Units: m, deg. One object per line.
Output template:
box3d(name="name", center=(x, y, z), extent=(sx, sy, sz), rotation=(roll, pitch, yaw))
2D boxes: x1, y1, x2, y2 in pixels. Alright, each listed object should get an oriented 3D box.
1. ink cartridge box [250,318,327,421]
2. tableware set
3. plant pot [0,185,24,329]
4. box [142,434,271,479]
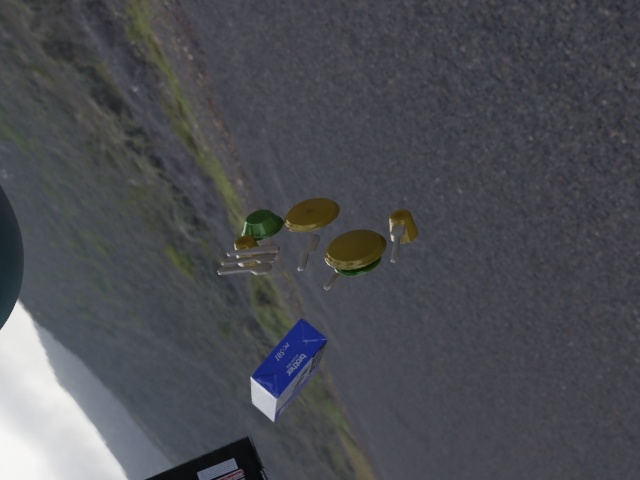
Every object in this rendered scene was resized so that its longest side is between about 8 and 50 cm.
box3d(name="ink cartridge box", center=(-0.044, 0.176, 1.057), extent=(0.046, 0.097, 0.207), rotation=(39, 162, 9))
box3d(name="tableware set", center=(0.000, 0.000, 0.641), extent=(0.104, 0.154, 0.024), rotation=(-71, -31, -52))
box3d(name="plant pot", center=(-0.428, 0.010, 0.771), extent=(0.293, 0.293, 0.235), rotation=(48, 173, 24))
box3d(name="box", center=(-0.165, 0.375, 0.800), extent=(0.257, 0.322, 0.079), rotation=(55, 158, 39))
